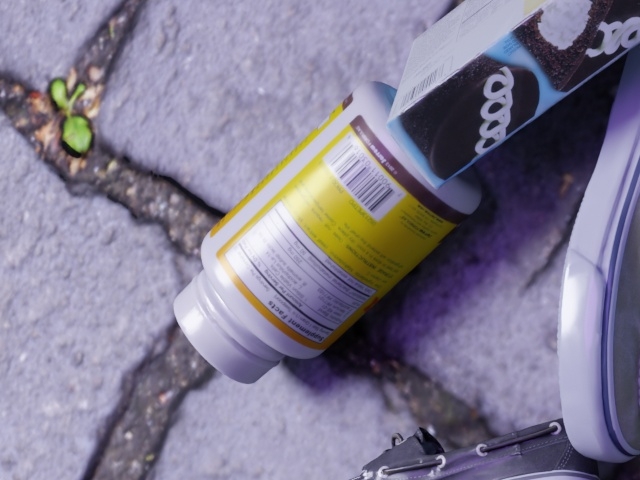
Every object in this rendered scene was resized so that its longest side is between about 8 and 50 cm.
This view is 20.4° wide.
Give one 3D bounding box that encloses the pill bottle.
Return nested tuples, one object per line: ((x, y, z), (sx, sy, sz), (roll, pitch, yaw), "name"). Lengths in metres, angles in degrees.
((0.000, 0.000, 1.231), (0.215, 0.117, 0.117), (-43, 56, 16), "pill bottle")

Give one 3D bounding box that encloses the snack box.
((0.189, -0.173, 1.123), (0.322, 0.060, 0.187), (-36, 13, 21), "snack box")

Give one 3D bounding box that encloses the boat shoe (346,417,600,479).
((0.073, 0.157, 1.157), (0.229, 0.080, 0.076), (-15, 61, 29), "boat shoe")

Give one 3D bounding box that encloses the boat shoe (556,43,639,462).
((0.219, -0.011, 1.091), (0.094, 0.109, 0.302), (5, 75, 34), "boat shoe")
